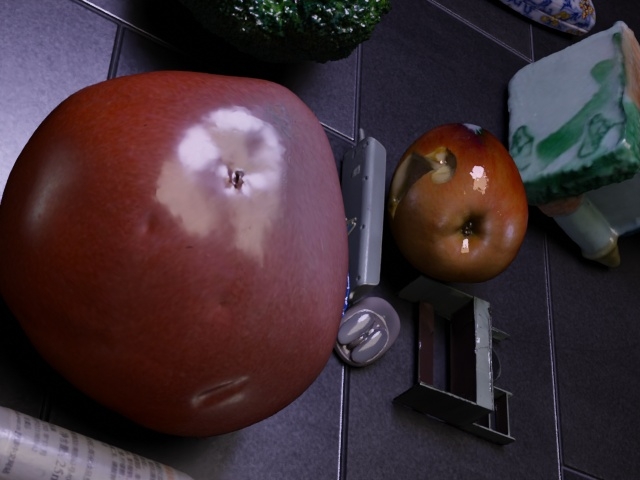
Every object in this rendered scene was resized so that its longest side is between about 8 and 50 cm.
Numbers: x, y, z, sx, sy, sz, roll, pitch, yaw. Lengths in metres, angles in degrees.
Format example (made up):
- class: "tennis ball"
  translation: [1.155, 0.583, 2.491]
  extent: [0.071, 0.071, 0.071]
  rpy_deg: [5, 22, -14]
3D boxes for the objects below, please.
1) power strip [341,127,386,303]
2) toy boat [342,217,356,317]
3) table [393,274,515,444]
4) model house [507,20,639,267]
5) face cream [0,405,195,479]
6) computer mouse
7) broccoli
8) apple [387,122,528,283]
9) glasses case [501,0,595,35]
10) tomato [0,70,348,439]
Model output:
- class: "power strip"
  translation: [0.045, -0.031, 1.406]
  extent: [0.027, 0.060, 0.253]
  rpy_deg: [25, 50, -26]
- class: "toy boat"
  translation: [0.000, 0.000, 1.311]
  extent: [0.091, 0.110, 0.175]
  rpy_deg: [-5, 70, -43]
- class: "table"
  translation: [0.169, 0.141, 1.405]
  extent: [0.175, 0.062, 0.146]
  rpy_deg: [23, 51, -26]
- class: "model house"
  translation: [0.429, -0.091, 1.724]
  extent: [0.325, 0.194, 0.267]
  rpy_deg: [43, 40, -32]
- class: "face cream"
  translation: [-0.185, 0.217, 1.031]
  extent: [0.269, 0.082, 0.082]
  rpy_deg: [27, 49, -26]
- class: "computer mouse"
  translation: [0.055, 0.100, 1.346]
  extent: [0.066, 0.039, 0.096]
  rpy_deg: [54, 43, 0]
- class: "broccoli"
  translation: [-0.040, -0.338, 1.369]
  extent: [0.297, 0.297, 0.298]
  rpy_deg: [9, 38, -7]
- class: "apple"
  translation: [0.162, -0.038, 1.424]
  extent: [0.199, 0.199, 0.199]
  rpy_deg: [22, 52, -30]
- class: "glasses case"
  translation: [0.336, -0.394, 1.887]
  extent: [0.247, 0.065, 0.087]
  rpy_deg: [17, 57, -35]
- class: "tomato"
  translation: [-0.115, 0.006, 1.086]
  extent: [0.341, 0.272, 0.342]
  rpy_deg: [22, 51, -30]
